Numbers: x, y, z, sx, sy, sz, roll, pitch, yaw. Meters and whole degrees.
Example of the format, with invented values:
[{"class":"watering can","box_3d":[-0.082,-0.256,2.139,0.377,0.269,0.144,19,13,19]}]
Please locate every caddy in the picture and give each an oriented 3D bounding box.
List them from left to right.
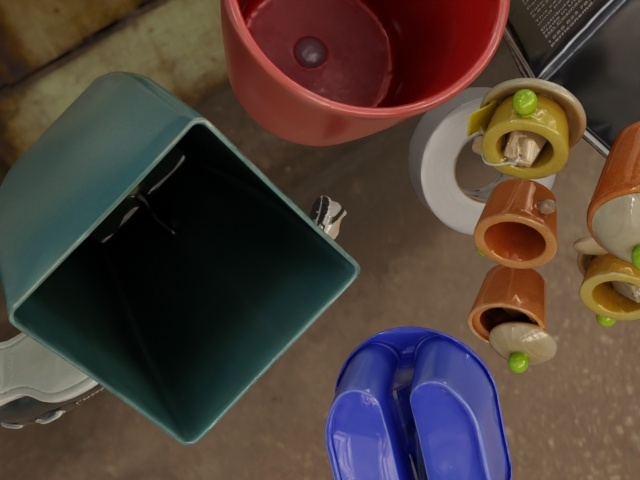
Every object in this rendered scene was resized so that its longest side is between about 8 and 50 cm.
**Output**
[{"class":"caddy","box_3d":[0.143,0.295,1.683,0.241,0.341,0.179,-8,16,15]}]

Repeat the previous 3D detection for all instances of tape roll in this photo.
[{"class":"tape roll","box_3d":[0.246,-0.120,1.785,0.219,0.219,0.072,-28,22,-3]}]

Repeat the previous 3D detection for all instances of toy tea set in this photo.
[{"class":"toy tea set","box_3d":[0.212,0.020,0.993,0.200,0.336,0.124,10,54,12]}]

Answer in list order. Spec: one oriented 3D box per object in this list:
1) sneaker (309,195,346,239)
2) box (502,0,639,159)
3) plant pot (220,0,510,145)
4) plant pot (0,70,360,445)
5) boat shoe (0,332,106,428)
[{"class":"sneaker","box_3d":[0.000,0.000,1.463,0.040,0.044,0.109,33,101,45]},{"class":"box","box_3d":[0.451,-0.204,1.305,0.297,0.480,0.471,-46,20,18]},{"class":"plant pot","box_3d":[0.018,-0.219,1.176,0.275,0.243,0.274,3,79,-14]},{"class":"plant pot","box_3d":[-0.123,-0.016,0.817,0.166,0.165,0.234,-46,35,1]},{"class":"boat shoe","box_3d":[-0.320,0.157,1.393,0.303,0.091,0.114,-13,62,37]}]
